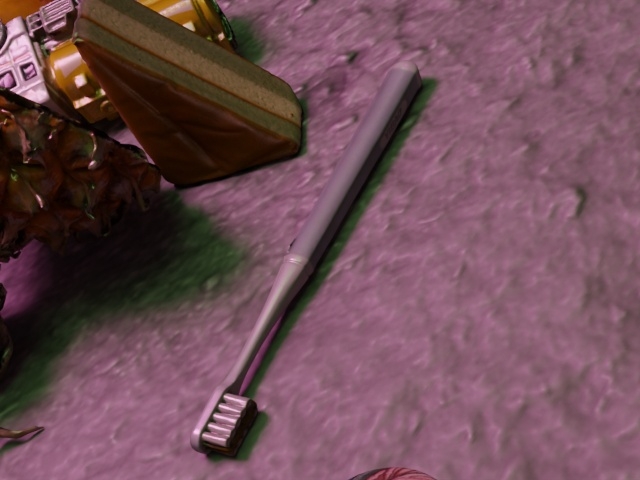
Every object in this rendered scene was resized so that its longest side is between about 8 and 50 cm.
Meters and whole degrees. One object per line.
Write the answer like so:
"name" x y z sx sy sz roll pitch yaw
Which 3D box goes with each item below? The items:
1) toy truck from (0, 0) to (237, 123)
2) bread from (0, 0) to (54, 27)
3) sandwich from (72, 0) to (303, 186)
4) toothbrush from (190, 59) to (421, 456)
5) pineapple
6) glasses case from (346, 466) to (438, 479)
"toy truck" -0.191 -0.161 1.023 0.227 0.098 0.114 -25 66 5
"bread" -0.348 -0.292 1.176 0.194 0.179 0.340 -32 43 0
"sandwich" -0.095 -0.129 0.892 0.113 0.163 0.079 -14 45 16
"toothbrush" -0.002 0.000 0.821 0.030 0.025 0.342 10 56 27
"pineapple" -0.280 0.016 0.858 0.262 0.262 0.271 23 87 41
"glasses case" 0.094 0.214 0.523 0.122 0.082 0.321 -43 44 -16
